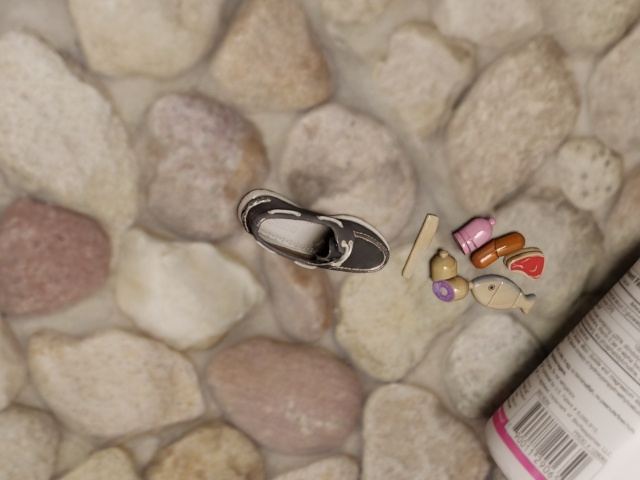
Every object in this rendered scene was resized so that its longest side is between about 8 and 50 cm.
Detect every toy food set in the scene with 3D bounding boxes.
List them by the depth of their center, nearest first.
[{"bbox_3d":[0.128,0.019,0.918,0.122,0.019,0.077,11,113,-24],"label":"toy food set"}]

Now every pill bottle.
[{"bbox_3d":[0.278,0.104,0.934,0.160,0.160,0.283,34,103,-31],"label":"pill bottle"}]

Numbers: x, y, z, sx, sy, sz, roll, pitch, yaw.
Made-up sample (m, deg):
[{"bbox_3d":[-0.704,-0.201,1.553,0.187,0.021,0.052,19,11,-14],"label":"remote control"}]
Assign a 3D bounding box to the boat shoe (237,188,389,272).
[{"bbox_3d":[0.000,0.000,0.851,0.125,0.038,0.046,25,108,-29],"label":"boat shoe"}]
